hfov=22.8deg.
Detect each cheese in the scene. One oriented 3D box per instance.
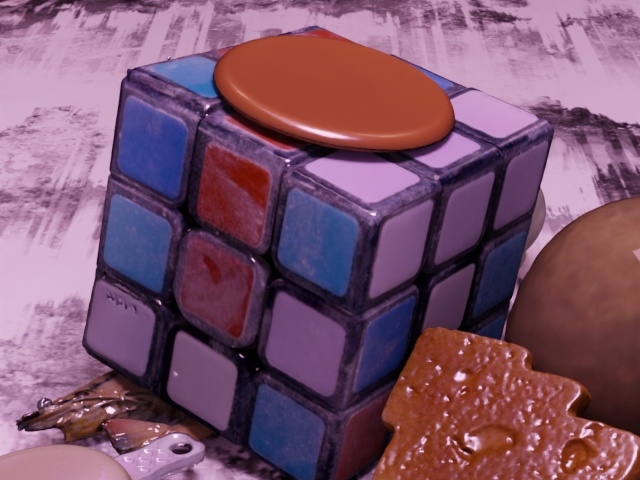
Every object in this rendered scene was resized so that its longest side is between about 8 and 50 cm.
[{"bbox_3d":[-0.230,0.245,1.546,0.286,0.082,0.163,-19,31,-37],"label":"cheese"}]

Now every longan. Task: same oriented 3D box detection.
[{"bbox_3d":[0.331,0.094,1.632,0.297,0.297,0.297,0,24,0],"label":"longan"}]

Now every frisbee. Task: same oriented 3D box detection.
[{"bbox_3d":[0.016,-0.152,1.601,0.250,0.021,0.251,10,29,-6],"label":"frisbee"}]

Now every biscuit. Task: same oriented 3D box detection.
[{"bbox_3d":[0.162,0.198,1.512,0.278,0.043,0.301,-22,48,6],"label":"biscuit"}]

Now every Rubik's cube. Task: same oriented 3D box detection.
[{"bbox_3d":[0.000,0.000,1.707,0.358,0.363,0.362,31,31,28],"label":"Rubik's cube"}]

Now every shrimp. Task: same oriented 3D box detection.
[{"bbox_3d":[-0.195,0.191,1.700,0.145,0.059,0.254,32,32,31],"label":"shrimp"}]

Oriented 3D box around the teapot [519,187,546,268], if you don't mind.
[{"bbox_3d":[0.218,-0.032,2.075,0.220,0.149,0.318,11,26,43],"label":"teapot"}]
